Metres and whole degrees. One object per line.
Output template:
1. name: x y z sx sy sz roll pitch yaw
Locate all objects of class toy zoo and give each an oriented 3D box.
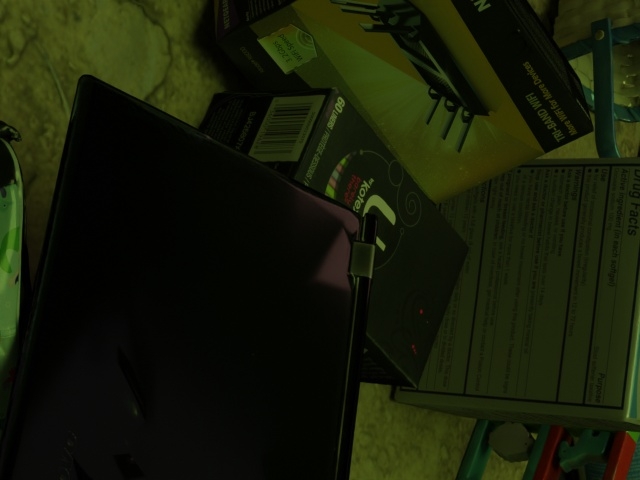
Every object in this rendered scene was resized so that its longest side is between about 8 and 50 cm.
1. toy zoo: 0.231 0.272 1.921 0.030 0.192 0.293 48 54 -41

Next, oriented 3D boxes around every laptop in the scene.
1. laptop: -0.093 0.154 1.355 0.408 0.236 0.381 100 -2 -62

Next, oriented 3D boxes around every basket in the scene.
1. basket: 0.387 -0.191 2.100 0.255 0.201 0.288 20 65 -51

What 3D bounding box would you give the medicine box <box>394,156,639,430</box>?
1. medicine box: 0.244 0.057 1.853 0.149 0.289 0.263 18 77 -50

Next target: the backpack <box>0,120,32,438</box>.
1. backpack: -0.294 0.052 1.232 0.191 0.225 0.253 -13 104 -28

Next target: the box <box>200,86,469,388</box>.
1. box: 0.000 0.000 1.662 0.270 0.143 0.165 47 56 -42

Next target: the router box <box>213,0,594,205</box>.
1. router box: 0.082 -0.168 1.679 0.309 0.243 0.081 47 26 -41

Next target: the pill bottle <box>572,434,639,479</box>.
1. pill bottle: 0.366 0.237 2.144 0.124 0.124 0.221 -27 112 -48
